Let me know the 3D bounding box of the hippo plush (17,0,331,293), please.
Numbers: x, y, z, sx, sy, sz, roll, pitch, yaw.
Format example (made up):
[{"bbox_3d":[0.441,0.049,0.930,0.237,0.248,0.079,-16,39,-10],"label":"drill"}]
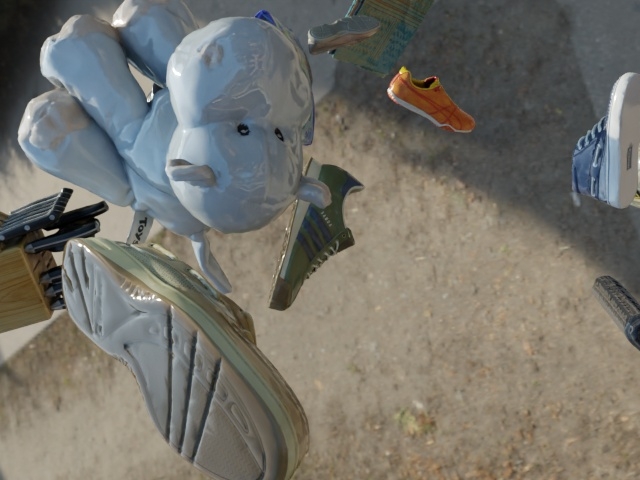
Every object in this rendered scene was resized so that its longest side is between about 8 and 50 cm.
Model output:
[{"bbox_3d":[-0.129,-0.087,0.744,0.236,0.234,0.294,14,97,63],"label":"hippo plush"}]

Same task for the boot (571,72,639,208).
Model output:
[{"bbox_3d":[0.387,-0.140,1.166,0.086,0.069,0.190,24,126,45],"label":"boot"}]

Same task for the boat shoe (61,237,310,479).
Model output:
[{"bbox_3d":[-0.095,0.077,0.659,0.302,0.098,0.109,32,119,42],"label":"boat shoe"}]

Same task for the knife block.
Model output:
[{"bbox_3d":[-0.355,0.058,0.992,0.276,0.242,0.088,-59,15,18],"label":"knife block"}]

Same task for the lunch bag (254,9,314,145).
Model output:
[{"bbox_3d":[-0.060,-0.203,1.084,0.096,0.129,0.151,5,91,13],"label":"lunch bag"}]

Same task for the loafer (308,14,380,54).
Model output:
[{"bbox_3d":[0.035,-0.326,1.356,0.045,0.125,0.039,58,154,31],"label":"loafer"}]

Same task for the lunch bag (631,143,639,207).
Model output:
[{"bbox_3d":[0.709,-0.142,1.741,0.235,0.287,0.169,-149,64,-66],"label":"lunch bag"}]

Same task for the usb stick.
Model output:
[{"bbox_3d":[0.443,0.107,1.223,0.045,0.278,0.077,-42,91,12],"label":"usb stick"}]

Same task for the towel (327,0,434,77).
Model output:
[{"bbox_3d":[0.171,-0.529,1.802,0.040,0.271,0.370,40,107,25],"label":"towel"}]

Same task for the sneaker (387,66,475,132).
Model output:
[{"bbox_3d":[0.195,-0.230,1.413,0.067,0.175,0.064,-57,30,19],"label":"sneaker"}]

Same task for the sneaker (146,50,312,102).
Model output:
[{"bbox_3d":[-0.144,-0.241,1.316,0.121,0.300,0.111,-6,101,56],"label":"sneaker"}]

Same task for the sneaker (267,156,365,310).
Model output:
[{"bbox_3d":[0.000,0.000,1.033,0.064,0.086,0.192,146,140,-79],"label":"sneaker"}]
